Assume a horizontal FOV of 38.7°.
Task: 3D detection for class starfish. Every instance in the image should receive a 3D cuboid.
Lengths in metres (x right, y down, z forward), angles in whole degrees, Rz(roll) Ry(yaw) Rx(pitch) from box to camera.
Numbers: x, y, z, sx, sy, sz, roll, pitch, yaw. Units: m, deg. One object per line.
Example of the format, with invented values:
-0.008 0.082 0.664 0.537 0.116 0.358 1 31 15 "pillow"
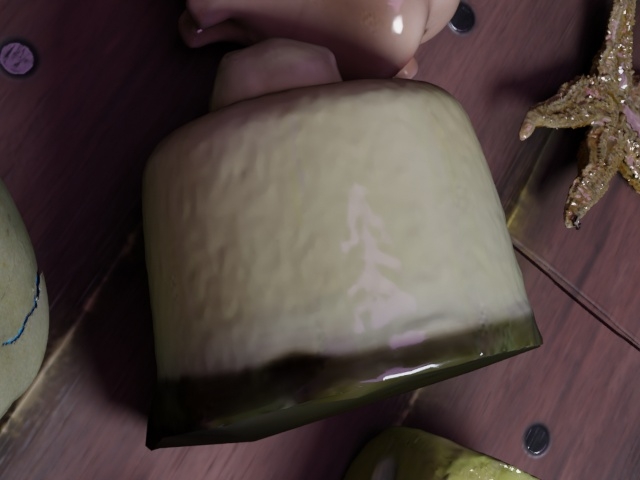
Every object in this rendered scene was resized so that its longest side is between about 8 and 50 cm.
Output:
0.337 -0.125 1.041 0.302 0.060 0.299 -29 105 -29 "starfish"

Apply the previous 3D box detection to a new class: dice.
0.114 0.280 0.854 0.166 0.169 0.169 29 76 -21 "dice"

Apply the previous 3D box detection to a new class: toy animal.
-0.024 -0.269 0.813 0.269 0.237 0.326 -37 100 -11 "toy animal"

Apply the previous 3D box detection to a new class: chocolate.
0.000 0.000 0.767 0.313 0.326 0.297 -8 74 -22 "chocolate"

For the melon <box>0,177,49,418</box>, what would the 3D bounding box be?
-0.334 0.030 0.611 0.268 0.268 0.330 -42 125 -21 "melon"
